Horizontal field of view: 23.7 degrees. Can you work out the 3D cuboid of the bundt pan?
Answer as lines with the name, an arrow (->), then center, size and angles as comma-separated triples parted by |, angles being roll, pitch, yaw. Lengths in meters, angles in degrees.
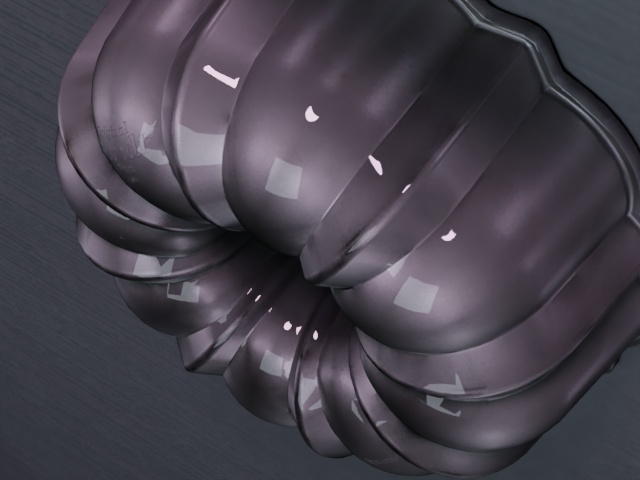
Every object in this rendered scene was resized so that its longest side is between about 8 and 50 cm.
bundt pan -> 0.000, 0.000, 0.759 | 0.330, 0.124, 0.331 | 29, 152, 17
